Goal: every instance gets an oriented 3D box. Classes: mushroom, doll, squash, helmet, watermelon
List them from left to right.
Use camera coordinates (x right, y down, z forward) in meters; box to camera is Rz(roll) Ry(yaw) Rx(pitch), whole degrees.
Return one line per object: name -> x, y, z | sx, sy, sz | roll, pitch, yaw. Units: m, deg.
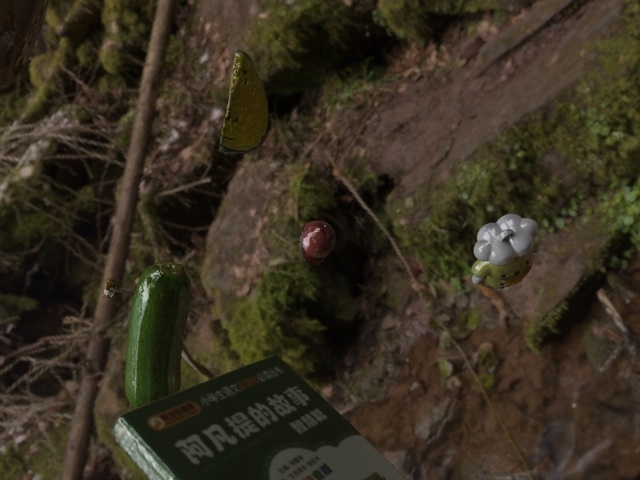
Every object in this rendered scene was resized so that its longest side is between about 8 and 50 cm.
squash -> -0.200, 0.124, 0.860 | 0.068, 0.077, 0.219 | -25, -52, -59
mushroom -> -0.211, 0.142, 1.013 | 0.028, 0.286, 0.026 | -13, 45, 30
watermelon -> -0.123, -0.214, 1.186 | 0.092, 0.075, 0.181 | 108, 170, -67
helmet -> 0.001, 0.001, 1.259 | 0.049, 0.065, 0.084 | -19, 60, 45
doll -> 0.253, 0.019, 0.960 | 0.106, 0.162, 0.062 | -31, 63, 2

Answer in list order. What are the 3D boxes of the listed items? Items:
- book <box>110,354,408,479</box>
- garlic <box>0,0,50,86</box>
book -> 0.000, 0.198, 0.525 | 0.202, 0.264, 0.027 | -8, -46, -60
garlic -> -0.231, -0.214, 0.517 | 0.101, 0.087, 0.196 | -178, 108, -85
